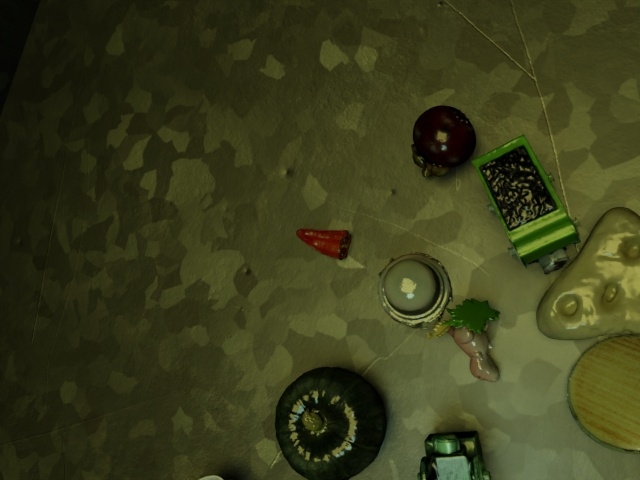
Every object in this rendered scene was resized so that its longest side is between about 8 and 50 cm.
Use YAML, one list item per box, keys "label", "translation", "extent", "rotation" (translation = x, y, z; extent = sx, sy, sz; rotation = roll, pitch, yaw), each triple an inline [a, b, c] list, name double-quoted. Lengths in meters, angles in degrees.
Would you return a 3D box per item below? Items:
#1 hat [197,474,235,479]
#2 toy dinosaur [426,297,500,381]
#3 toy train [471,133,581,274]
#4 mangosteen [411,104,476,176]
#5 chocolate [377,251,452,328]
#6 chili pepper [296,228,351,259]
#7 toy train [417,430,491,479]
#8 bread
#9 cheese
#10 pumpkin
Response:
- label: "hat"
  translation: [-0.284, 0.761, 1.566]
  extent: [0.203, 0.126, 0.203]
  rotation: [-3, 81, 21]
- label: "toy dinosaur"
  translation: [0.388, 0.246, 1.397]
  extent: [0.194, 0.152, 0.177]
  rotation: [26, 130, 30]
- label: "toy train"
  translation: [0.494, -0.080, 1.305]
  extent: [0.173, 0.249, 0.307]
  rotation: [-27, 65, 19]
- label: "mangosteen"
  translation: [0.318, -0.258, 1.463]
  extent: [0.199, 0.200, 0.200]
  rotation: [-3, 81, 21]
- label: "chocolate"
  translation: [0.237, 0.129, 1.442]
  extent: [0.221, 0.147, 0.221]
  rotation: [-2, 85, 19]
- label: "chili pepper"
  translation: [0.000, -0.004, 1.603]
  extent: [0.168, 0.065, 0.088]
  rotation: [15, 87, 26]
- label: "toy train"
  translation: [0.329, 0.597, 1.286]
  extent: [0.166, 0.238, 0.299]
  rotation: [-10, 81, 19]
- label: "bread"
  translation: [0.694, 0.344, 1.235]
  extent: [0.267, 0.040, 0.267]
  rotation: [-24, 50, 31]
- label: "cheese"
  translation: [0.715, 0.142, 1.256]
  extent: [0.328, 0.129, 0.351]
  rotation: [36, 96, 23]
- label: "pumpkin"
  translation: [0.023, 0.479, 1.442]
  extent: [0.300, 0.207, 0.300]
  rotation: [-6, 71, 19]
